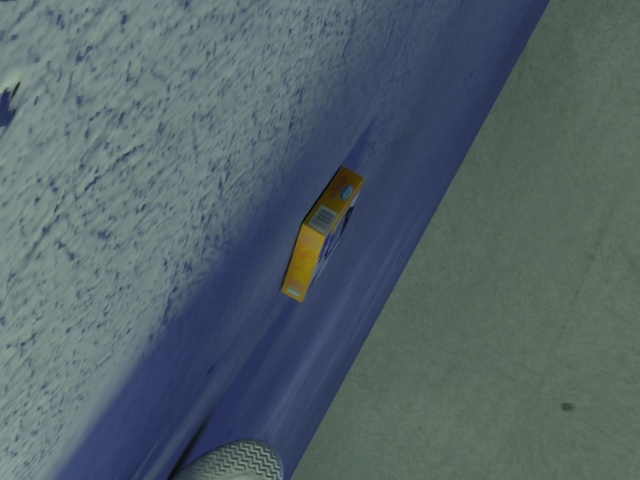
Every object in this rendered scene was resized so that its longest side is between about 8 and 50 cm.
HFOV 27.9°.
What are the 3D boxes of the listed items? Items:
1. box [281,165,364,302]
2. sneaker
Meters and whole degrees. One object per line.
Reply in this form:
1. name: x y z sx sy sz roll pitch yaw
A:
1. box: 0.000 0.000 1.222 0.081 0.028 0.136 -56 170 -33
2. sneaker: -0.130 0.310 1.267 0.268 0.101 0.153 -54 173 -8
